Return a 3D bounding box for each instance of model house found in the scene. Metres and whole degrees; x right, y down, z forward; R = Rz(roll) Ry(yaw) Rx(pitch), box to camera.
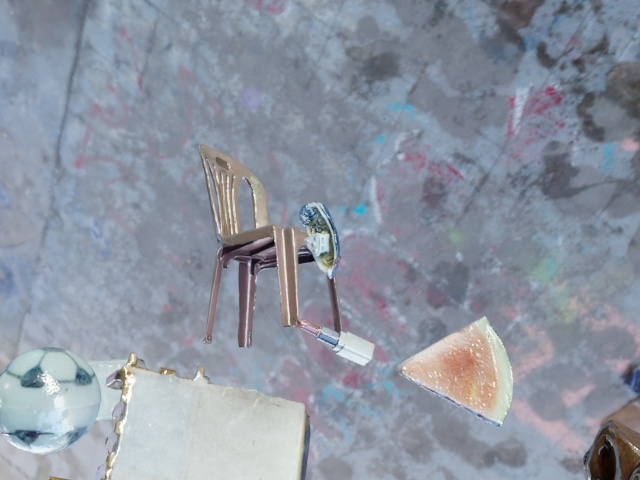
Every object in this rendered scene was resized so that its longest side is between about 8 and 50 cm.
[{"bbox_3d":[-0.127,0.223,0.533,0.206,0.178,0.270,-37,43,56],"label":"model house"}]

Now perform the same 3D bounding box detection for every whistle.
[{"bbox_3d":[-0.365,0.229,1.210,0.164,0.290,0.163,-4,84,47],"label":"whistle"}]

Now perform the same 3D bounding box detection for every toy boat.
[{"bbox_3d":[0.000,0.000,0.872,0.038,0.038,0.083,-23,84,42],"label":"toy boat"}]

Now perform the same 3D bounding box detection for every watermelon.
[{"bbox_3d":[0.211,0.240,1.380,0.136,0.202,0.207,101,152,-44],"label":"watermelon"}]

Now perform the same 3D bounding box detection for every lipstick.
[{"bbox_3d":[0.016,0.124,1.054,0.107,0.025,0.025,27,143,-15],"label":"lipstick"}]

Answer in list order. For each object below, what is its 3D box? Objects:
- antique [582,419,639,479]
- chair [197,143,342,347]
[{"bbox_3d":[0.480,0.386,1.266,0.121,0.257,0.143,22,113,-19],"label":"antique"},{"bbox_3d":[-0.083,-0.004,1.287,0.183,0.176,0.326,-11,73,27],"label":"chair"}]
